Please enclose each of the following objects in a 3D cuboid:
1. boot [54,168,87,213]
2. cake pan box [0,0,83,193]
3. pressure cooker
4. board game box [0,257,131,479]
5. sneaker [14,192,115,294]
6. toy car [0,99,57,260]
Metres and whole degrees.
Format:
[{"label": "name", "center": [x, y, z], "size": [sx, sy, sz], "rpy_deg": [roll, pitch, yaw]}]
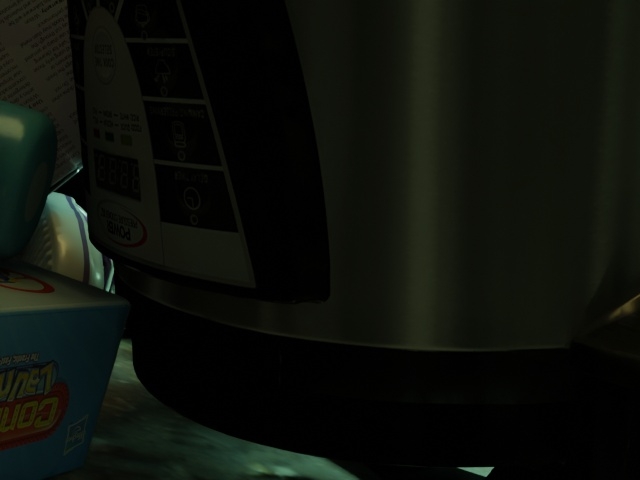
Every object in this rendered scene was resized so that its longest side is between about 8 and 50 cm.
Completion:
[{"label": "boot", "center": [-0.207, -0.064, 0.967], "size": [0.284, 0.138, 0.377], "rpy_deg": [8, -17, 22]}, {"label": "cake pan box", "center": [-0.258, -0.120, 0.652], "size": [0.246, 0.267, 0.070], "rpy_deg": [54, -21, -16]}, {"label": "pressure cooker", "center": [0.065, -0.056, 0.586], "size": [0.375, 0.420, 0.370], "rpy_deg": [4, 13, 13]}, {"label": "board game box", "center": [-0.284, 0.021, 0.405], "size": [0.302, 0.086, 0.308], "rpy_deg": [18, 4, 19]}, {"label": "sneaker", "center": [-0.152, 0.028, 0.779], "size": [0.161, 0.102, 0.282], "rpy_deg": [18, 3, -19]}, {"label": "toy car", "center": [-0.209, -0.128, 0.416], "size": [0.219, 0.238, 0.210], "rpy_deg": [17, 4, -4]}]
